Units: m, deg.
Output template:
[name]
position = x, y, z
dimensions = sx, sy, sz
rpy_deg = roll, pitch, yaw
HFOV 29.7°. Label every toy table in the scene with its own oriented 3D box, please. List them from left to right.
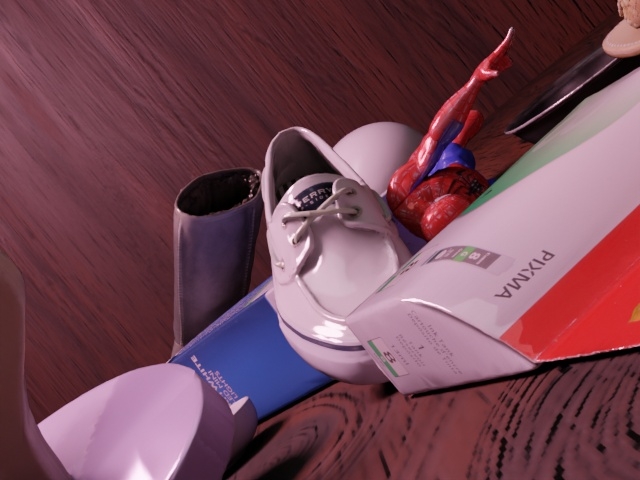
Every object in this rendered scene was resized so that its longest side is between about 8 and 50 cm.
[toy table]
position = -0.200, 0.128, 0.615
dimensions = 0.274, 0.161, 0.252
rpy_deg = -45, 28, -1

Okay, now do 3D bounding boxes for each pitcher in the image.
[pitcher]
position = 0.040, -0.013, 1.149
dimensions = 0.178, 0.125, 0.207
rpy_deg = -56, 4, 30

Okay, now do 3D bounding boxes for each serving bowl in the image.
[serving bowl]
position = -0.071, 0.140, 0.795
dimensions = 0.083, 0.027, 0.083
rpy_deg = -40, 2, 2

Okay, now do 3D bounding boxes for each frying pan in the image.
[frying pan]
position = 0.289, -0.183, 0.999
dimensions = 0.326, 0.053, 0.197
rpy_deg = -38, 3, 2

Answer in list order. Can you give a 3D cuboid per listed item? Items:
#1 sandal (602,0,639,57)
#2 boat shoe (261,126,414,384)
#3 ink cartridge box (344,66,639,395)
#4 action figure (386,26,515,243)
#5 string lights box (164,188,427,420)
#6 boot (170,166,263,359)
[sandal]
position = 0.244, -0.185, 0.813
dimensions = 0.088, 0.079, 0.240
rpy_deg = -45, 13, -7
[boat shoe]
position = 0.000, 0.000, 0.683
dimensions = 0.083, 0.076, 0.226
rpy_deg = -23, 26, -7
[ink cartridge box]
position = 0.116, -0.019, 0.485
dimensions = 0.181, 0.056, 0.225
rpy_deg = -41, 0, -19
[action figure]
position = 0.118, -0.060, 0.769
dimensions = 0.139, 0.091, 0.280
rpy_deg = -49, -2, 20
[string lights box]
position = -0.019, 0.061, 0.886
dimensions = 0.133, 0.077, 0.260
rpy_deg = -40, 2, -35
[boot]
position = -0.076, 0.031, 1.065
dimensions = 0.189, 0.076, 0.208
rpy_deg = -42, -40, -57
